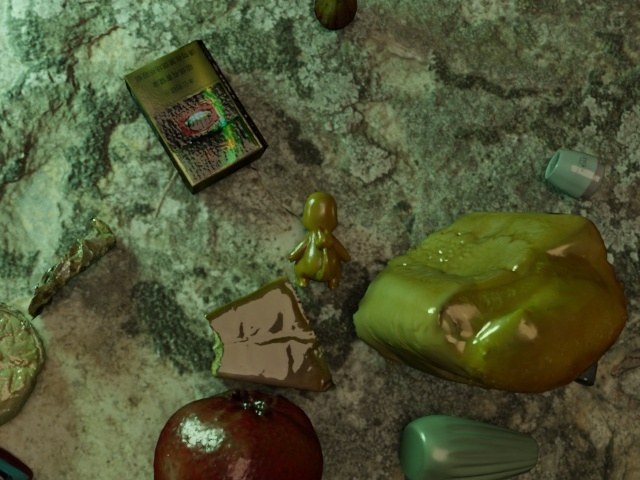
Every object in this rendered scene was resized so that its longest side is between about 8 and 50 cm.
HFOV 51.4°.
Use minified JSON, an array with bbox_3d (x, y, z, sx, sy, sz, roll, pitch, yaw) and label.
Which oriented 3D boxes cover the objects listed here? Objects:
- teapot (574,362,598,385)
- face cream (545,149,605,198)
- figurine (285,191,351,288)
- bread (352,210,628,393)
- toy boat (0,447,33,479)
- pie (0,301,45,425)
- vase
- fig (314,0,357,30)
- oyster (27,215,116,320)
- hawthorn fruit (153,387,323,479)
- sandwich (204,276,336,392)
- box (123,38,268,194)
[{"bbox_3d":[0.525,0.225,1.293,0.042,0.043,0.111,27,73,-5],"label":"teapot"},{"bbox_3d":[0.505,-0.133,1.320,0.095,0.091,0.091,23,77,1],"label":"face cream"},{"bbox_3d":[0.000,-0.002,1.188,0.121,0.122,0.176,1,82,-8],"label":"figurine"},{"bbox_3d":[0.289,0.122,1.103,0.361,0.394,0.250,-31,103,-17],"label":"bread"},{"bbox_3d":[-0.659,0.339,1.040,0.392,0.079,0.136,13,79,-5],"label":"toy boat"},{"bbox_3d":[-0.550,0.196,1.087,0.185,0.052,0.218,-15,80,-11],"label":"pie"},{"bbox_3d":[0.270,0.377,1.181,0.248,0.128,0.128,7,80,-19],"label":"vase"},{"bbox_3d":[0.033,-0.459,1.266,0.088,0.125,0.089,1,85,-8],"label":"fig"},{"bbox_3d":[-0.426,0.056,1.123,0.061,0.106,0.200,40,86,-16],"label":"oyster"},{"bbox_3d":[-0.138,0.389,1.040,0.265,0.265,0.307,15,99,-8],"label":"hawthorn fruit"},{"bbox_3d":[-0.097,0.198,1.146,0.186,0.108,0.220,-27,89,-13],"label":"sandwich"},{"bbox_3d":[-0.227,-0.225,1.208,0.159,0.071,0.240,-32,88,-16],"label":"box"}]
